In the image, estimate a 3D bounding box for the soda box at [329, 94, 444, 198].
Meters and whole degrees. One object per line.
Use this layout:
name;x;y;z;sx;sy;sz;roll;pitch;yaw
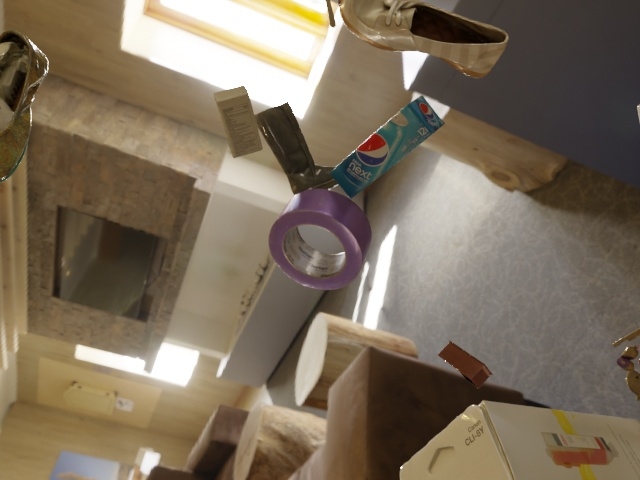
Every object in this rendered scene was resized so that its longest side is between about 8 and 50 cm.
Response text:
soda box;0.117;-0.166;0.943;0.210;0.067;0.071;-38;3;39

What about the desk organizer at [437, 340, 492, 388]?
desk organizer;0.355;0.306;1.287;0.050;0.047;0.130;-45;30;-8

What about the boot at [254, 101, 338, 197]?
boot;-0.038;-0.198;1.126;0.076;0.208;0.190;-28;1;40

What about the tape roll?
tape roll;0.000;0.000;1.010;0.189;0.189;0.080;-61;1;42

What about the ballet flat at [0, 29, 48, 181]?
ballet flat;-0.620;-0.273;1.003;0.123;0.123;0.348;125;149;-53

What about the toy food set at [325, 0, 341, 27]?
toy food set;0.106;-0.617;1.346;0.038;0.192;0.132;162;96;-73

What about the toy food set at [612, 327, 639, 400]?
toy food set;0.566;0.218;0.910;0.078;0.122;0.019;-32;10;3

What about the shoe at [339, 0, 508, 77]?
shoe;0.132;-0.273;0.657;0.058;0.219;0.076;141;144;-74

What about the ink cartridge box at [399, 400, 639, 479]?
ink cartridge box;0.380;0.440;0.925;0.160;0.385;0.279;-102;33;-47

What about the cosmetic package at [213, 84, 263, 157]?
cosmetic package;-0.146;-0.211;0.927;0.041;0.060;0.115;-116;13;-48

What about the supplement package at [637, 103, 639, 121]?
supplement package;0.606;-0.134;0.764;0.139;0.133;0.244;-24;29;14
